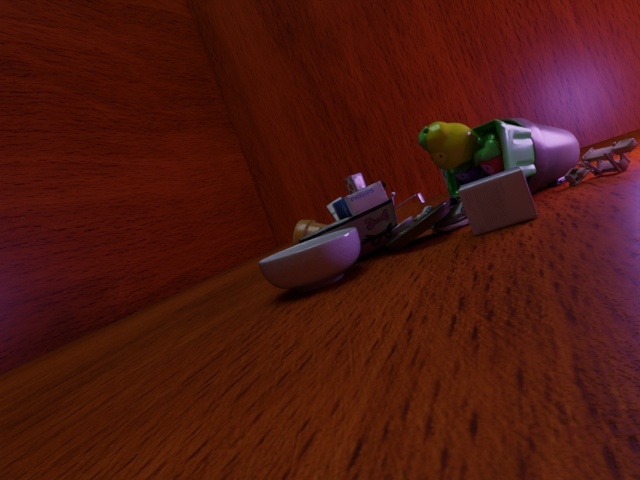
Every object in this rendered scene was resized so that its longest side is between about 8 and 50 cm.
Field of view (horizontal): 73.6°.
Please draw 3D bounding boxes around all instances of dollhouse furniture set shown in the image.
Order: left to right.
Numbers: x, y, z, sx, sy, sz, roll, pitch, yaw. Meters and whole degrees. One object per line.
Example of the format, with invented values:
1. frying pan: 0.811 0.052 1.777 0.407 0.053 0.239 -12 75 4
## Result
1. dollhouse furniture set: 0.986 -0.246 1.484 0.161 0.101 0.182 -45 7 -4

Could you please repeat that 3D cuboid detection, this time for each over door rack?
1. over door rack: 0.339 -0.180 2.210 0.240 0.108 0.324 -23 5 -29

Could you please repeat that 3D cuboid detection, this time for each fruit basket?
1. fruit basket: 0.553 -0.314 1.619 0.393 0.282 0.392 -8 2 0

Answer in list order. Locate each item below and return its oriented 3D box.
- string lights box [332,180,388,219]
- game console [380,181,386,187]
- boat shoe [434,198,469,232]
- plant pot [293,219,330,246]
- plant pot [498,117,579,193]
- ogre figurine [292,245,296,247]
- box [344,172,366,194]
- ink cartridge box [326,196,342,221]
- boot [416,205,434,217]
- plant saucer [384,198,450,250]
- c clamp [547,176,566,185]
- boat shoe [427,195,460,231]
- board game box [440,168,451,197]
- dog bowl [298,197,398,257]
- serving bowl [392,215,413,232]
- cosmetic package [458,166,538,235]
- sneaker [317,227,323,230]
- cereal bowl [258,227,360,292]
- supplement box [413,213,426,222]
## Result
1. string lights box: 0.138 -0.142 1.569 0.134 0.076 0.260 -25 3 -9
2. game console: 0.249 -0.200 2.330 0.213 0.043 0.361 -27 -18 -22
3. boat shoe: 0.517 -0.106 1.559 0.258 0.095 0.095 -21 4 -18
4. plant pot: 0.000 0.000 2.036 0.188 0.204 0.205 -1 12 26
5. plant pot: 0.857 -0.341 1.723 0.281 0.322 0.323 -11 2 -14
6. ogre figurine: -0.090 0.082 1.781 0.097 0.118 0.197 -18 4 19
7. box: 0.202 -0.144 1.933 0.067 0.323 0.063 -22 2 -32
8. ink cartridge box: 0.130 -0.089 2.050 0.092 0.158 0.218 -35 34 1
9. boot: 0.515 -0.116 1.973 0.086 0.069 0.190 -8 18 35
10. plant saucer: 0.345 -0.048 1.497 0.278 0.041 0.278 -37 -4 -3
11. c clamp: 0.996 -0.249 1.729 0.161 0.022 0.137 -23 0 -21
12. boat shoe: 0.547 -0.131 1.690 0.302 0.102 0.108 -22 5 -21
13. board game box: 0.635 -0.271 1.902 0.142 0.275 0.144 -18 4 26
14. dog bowl: 0.128 -0.021 1.719 0.409 0.150 0.408 -25 3 2
15. serving bowl: 0.292 -0.051 1.495 0.083 0.027 0.083 -36 -4 -3
16. cosmetic package: 0.535 -0.122 1.300 0.184 0.151 0.151 -18 5 23
17. sneaker: -0.046 0.022 1.923 0.086 0.192 0.064 16 -13 39
18. cereal bowl: -0.021 0.075 1.398 0.339 0.141 0.339 -19 5 2
19. supplement box: 0.444 -0.079 1.806 0.084 0.056 0.083 -19 4 7
